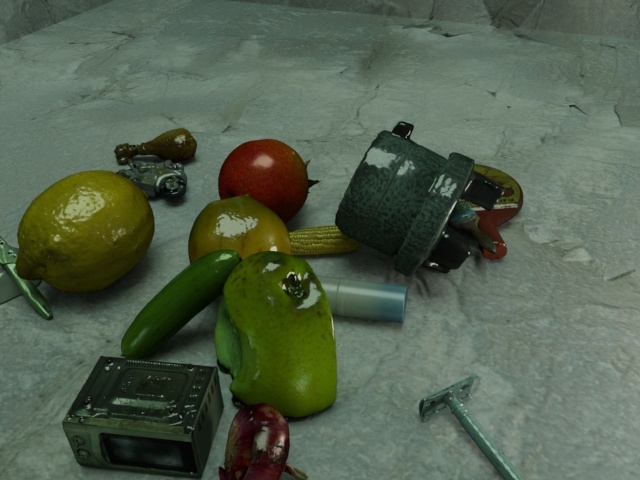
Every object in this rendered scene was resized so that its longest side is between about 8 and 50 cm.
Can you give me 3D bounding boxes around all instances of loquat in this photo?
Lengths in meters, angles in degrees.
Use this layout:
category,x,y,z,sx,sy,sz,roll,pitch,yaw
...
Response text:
category,x,y,z,sx,sy,sz,roll,pitch,yaw
loquat,-0.162,0.035,1.250,0.214,0.213,0.246,-16,81,-19

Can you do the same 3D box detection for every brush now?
category,x,y,z,sx,sy,sz,roll,pitch,yaw
brush,0.342,-0.027,1.361,0.070,0.021,0.196,-23,36,-5

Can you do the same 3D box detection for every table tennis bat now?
category,x,y,z,sx,sy,sz,roll,pitch,yaw
table tennis bat,0.379,-0.088,1.506,0.268,0.051,0.414,-5,34,1

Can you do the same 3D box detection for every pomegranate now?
category,x,y,z,sx,sy,sz,roll,pitch,yaw
pomegranate,-0.123,-0.138,1.462,0.257,0.220,0.221,-11,34,-40

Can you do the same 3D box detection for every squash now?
category,x,y,z,sx,sy,sz,roll,pitch,yaw
squash,-0.263,0.115,1.135,0.292,0.082,0.082,-41,40,8

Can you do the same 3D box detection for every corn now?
category,x,y,z,sx,sy,sz,roll,pitch,yaw
corn,0.000,0.000,1.388,0.207,0.067,0.067,-6,36,-1

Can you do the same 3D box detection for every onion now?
category,x,y,z,sx,sy,sz,roll,pitch,yaw
onion,-0.076,0.328,0.916,0.140,0.150,0.150,22,31,-19

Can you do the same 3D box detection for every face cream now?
category,x,y,z,sx,sy,sz,roll,pitch,yaw
face cream,0.047,0.114,1.218,0.250,0.077,0.077,6,37,13

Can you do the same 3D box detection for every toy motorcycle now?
category,x,y,z,sx,sy,sz,roll,pitch,yaw
toy motorcycle,-0.439,-0.173,1.639,0.225,0.073,0.152,15,38,20

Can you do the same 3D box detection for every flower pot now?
category,x,y,z,sx,sy,sz,roll,pitch,yaw
flower pot,0.213,-0.081,1.290,0.283,0.299,0.299,29,43,9

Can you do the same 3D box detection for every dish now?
category,x,y,z,sx,sy,sz,roll,pitch,yaw
dish,-0.714,0.059,1.339,0.191,0.066,0.190,-1,37,1

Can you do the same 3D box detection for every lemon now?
category,x,y,z,sx,sy,sz,roll,pitch,yaw
lemon,-0.497,-0.019,1.287,0.245,0.245,0.320,24,50,31

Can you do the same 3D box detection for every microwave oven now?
category,x,y,z,sx,sy,sz,roll,pitch,yaw
microwave oven,-0.277,0.275,0.971,0.205,0.129,0.163,3,38,6

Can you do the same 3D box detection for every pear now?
category,x,y,z,sx,sy,sz,roll,pitch,yaw
pear,-0.088,0.145,1.047,0.160,0.292,0.292,-9,36,-25

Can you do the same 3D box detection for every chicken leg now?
category,x,y,z,sx,sy,sz,roll,pitch,yaw
chicken leg,-0.483,-0.271,1.769,0.252,0.087,0.107,-8,25,3

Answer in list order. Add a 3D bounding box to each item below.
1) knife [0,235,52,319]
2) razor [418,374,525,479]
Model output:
category,x,y,z,sx,sy,sz,roll,pitch,yaw
knife,-0.649,0.060,1.290,0.293,0.019,0.043,44,48,17
razor,0.265,0.321,0.946,0.106,0.068,0.232,-20,44,-21
